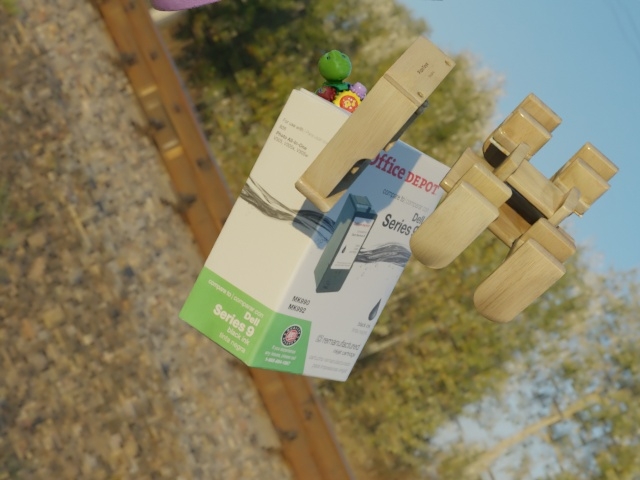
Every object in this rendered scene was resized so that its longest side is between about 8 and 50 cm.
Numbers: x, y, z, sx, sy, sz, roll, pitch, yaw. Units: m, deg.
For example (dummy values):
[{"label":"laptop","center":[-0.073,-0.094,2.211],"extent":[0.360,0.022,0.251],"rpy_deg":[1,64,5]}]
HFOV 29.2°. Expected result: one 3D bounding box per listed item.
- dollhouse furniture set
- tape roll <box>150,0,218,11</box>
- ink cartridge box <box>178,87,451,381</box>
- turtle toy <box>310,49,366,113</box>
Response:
[{"label":"dollhouse furniture set","center":[0.126,-0.046,1.168],"extent":[0.242,0.161,0.212],"rpy_deg":[41,39,0]},{"label":"tape roll","center":[-0.068,-0.338,1.288],"extent":[0.275,0.275,0.090],"rpy_deg":[-115,-179,-68]},{"label":"ink cartridge box","center":[0.000,0.000,1.392],"extent":[0.121,0.289,0.211],"rpy_deg":[31,7,33]},{"label":"turtle toy","center":[0.025,-0.184,1.616],"extent":[0.066,0.095,0.130],"rpy_deg":[145,-66,-68]}]
